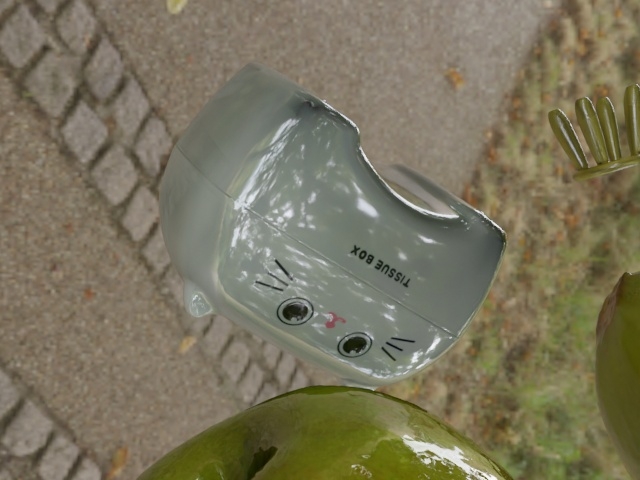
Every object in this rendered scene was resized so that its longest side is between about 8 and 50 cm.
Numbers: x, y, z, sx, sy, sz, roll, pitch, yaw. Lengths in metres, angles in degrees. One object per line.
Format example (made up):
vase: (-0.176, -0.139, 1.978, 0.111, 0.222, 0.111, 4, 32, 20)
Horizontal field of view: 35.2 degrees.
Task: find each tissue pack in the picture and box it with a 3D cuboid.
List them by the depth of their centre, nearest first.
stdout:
tissue pack: (0.000, 0.000, 1.022, 0.333, 0.229, 0.236, 32, 96, -29)

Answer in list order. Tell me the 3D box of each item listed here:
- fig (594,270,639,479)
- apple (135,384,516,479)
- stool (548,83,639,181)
fig: (0.445, 0.163, 1.056, 0.343, 0.343, 0.343, 2, 90, -69)
apple: (0.006, 0.150, 0.375, 0.196, 0.196, 0.196, 2, 90, -69)
stool: (0.397, -0.149, 1.419, 0.135, 0.134, 0.110, -12, 86, -59)
